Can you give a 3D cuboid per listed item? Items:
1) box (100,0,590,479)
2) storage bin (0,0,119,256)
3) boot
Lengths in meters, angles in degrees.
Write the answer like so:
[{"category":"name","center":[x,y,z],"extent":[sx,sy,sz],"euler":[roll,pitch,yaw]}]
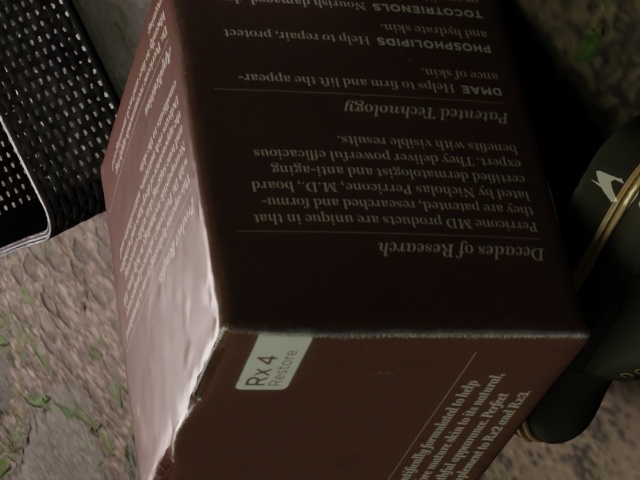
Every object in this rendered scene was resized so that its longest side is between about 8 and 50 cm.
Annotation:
[{"category":"box","center":[0.000,0.000,0.850],"extent":[0.168,0.167,0.203],"euler":[118,148,-52]},{"category":"storage bin","center":[-0.206,-0.091,1.204],"extent":[0.122,0.084,0.180],"euler":[-15,101,56]},{"category":"boot","center":[0.164,0.056,0.835],"extent":[0.137,0.077,0.198],"euler":[37,142,23]}]
